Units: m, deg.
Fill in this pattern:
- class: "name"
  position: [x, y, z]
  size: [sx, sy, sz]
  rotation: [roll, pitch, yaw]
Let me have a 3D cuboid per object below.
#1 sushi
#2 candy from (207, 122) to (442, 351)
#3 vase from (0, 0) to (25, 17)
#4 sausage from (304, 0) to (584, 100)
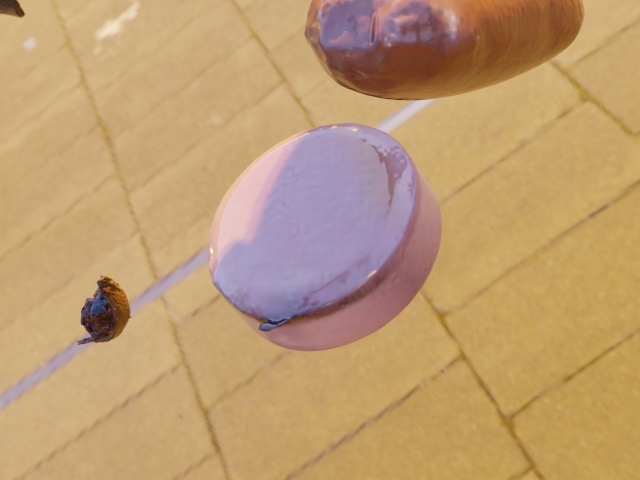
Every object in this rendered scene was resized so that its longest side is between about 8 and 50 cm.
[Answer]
- class: "sushi"
  position: [-0.235, 0.080, 1.444]
  size: [0.050, 0.099, 0.047]
  rotation: [31, 33, 26]
- class: "candy"
  position: [0.000, 0.000, 1.368]
  size: [0.255, 0.094, 0.255]
  rotation: [-16, 51, 20]
- class: "vase"
  position: [-0.286, -0.134, 0.901]
  size: [0.183, 0.120, 0.120]
  rotation: [-33, 35, -6]
- class: "sausage"
  position: [0.060, -0.101, 0.601]
  size: [0.077, 0.077, 0.194]
  rotation: [-13, 5, 34]
